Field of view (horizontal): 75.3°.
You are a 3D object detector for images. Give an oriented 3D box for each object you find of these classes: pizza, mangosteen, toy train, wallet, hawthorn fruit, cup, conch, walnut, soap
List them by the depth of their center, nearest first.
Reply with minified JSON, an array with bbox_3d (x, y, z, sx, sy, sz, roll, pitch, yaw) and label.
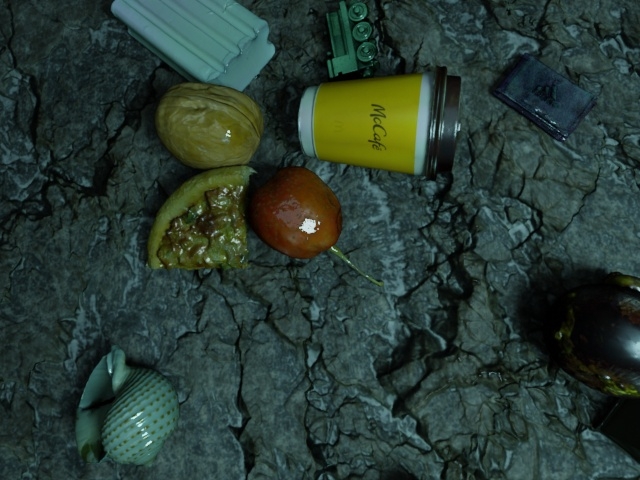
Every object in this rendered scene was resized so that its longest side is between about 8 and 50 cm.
[{"bbox_3d":[0.469,0.134,0.660,0.192,0.192,0.217,30,63,9],"label":"mangosteen"},{"bbox_3d":[-0.323,0.291,0.723,0.172,0.131,0.200,-38,49,24],"label":"conch"},{"bbox_3d":[0.000,0.000,0.739,0.165,0.165,0.285,-43,92,-3],"label":"hawthorn fruit"},{"bbox_3d":[0.110,-0.209,0.744,0.279,0.196,0.197,6,81,13],"label":"cup"},{"bbox_3d":[-0.210,-0.013,0.773,0.292,0.058,0.197,-38,98,14],"label":"pizza"},{"bbox_3d":[-0.208,-0.212,0.781,0.197,0.165,0.165,5,81,6],"label":"walnut"},{"bbox_3d":[0.432,-0.277,0.799,0.166,0.030,0.111,39,81,8],"label":"wallet"},{"bbox_3d":[0.058,-0.395,0.833,0.111,0.071,0.171,-11,80,10],"label":"toy train"},{"bbox_3d":[-0.257,-0.430,0.851,0.289,0.095,0.173,38,84,10],"label":"soap"}]

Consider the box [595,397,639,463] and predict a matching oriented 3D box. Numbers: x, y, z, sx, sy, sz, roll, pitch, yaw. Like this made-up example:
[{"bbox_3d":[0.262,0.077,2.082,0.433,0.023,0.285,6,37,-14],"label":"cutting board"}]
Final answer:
[{"bbox_3d":[0.586,0.262,0.635,0.155,0.149,0.231,39,86,9],"label":"box"}]
